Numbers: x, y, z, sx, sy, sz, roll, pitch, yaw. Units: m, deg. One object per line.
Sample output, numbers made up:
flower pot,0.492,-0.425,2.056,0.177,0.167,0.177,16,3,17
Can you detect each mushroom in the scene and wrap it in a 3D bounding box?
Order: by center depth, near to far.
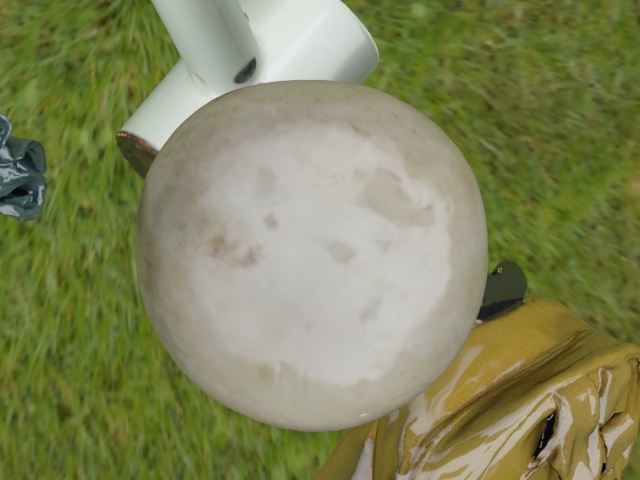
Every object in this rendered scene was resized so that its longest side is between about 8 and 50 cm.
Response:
mushroom,0.000,0.000,1.109,0.204,0.204,0.204,-1,98,-5

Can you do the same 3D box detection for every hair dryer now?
hair dryer,-0.084,-0.167,1.489,0.128,0.362,0.203,35,76,25

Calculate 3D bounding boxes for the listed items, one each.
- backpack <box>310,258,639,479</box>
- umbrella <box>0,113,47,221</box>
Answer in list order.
backpack,0.102,0.199,1.454,0.201,0.353,0.378,35,120,20
umbrella,-0.349,-0.049,1.465,0.143,0.349,0.094,46,54,-29
